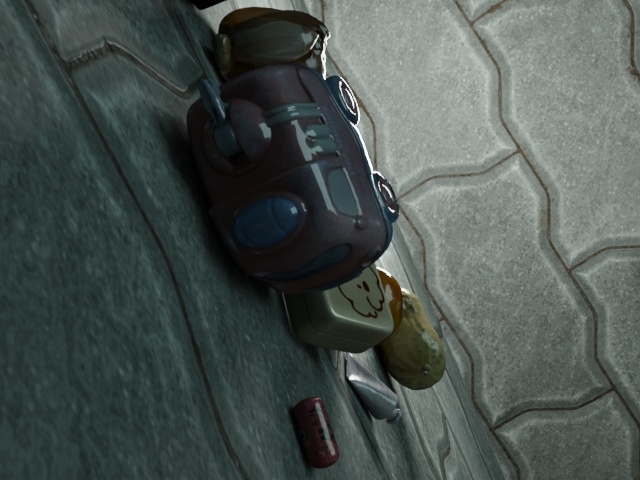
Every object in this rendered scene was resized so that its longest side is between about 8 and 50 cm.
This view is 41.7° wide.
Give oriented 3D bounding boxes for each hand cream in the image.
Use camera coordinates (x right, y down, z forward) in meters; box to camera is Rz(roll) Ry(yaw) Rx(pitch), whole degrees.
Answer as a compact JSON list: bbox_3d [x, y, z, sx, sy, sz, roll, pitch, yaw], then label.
[{"bbox_3d":[0.083,0.251,1.398,0.142,0.053,0.084,48,16,-19],"label":"hand cream"}]

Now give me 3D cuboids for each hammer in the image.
[{"bbox_3d":[-0.006,0.227,0.991,0.043,0.043,0.083,38,33,-70],"label":"hammer"}]

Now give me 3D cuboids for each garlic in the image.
[{"bbox_3d":[-0.082,-0.298,1.389,0.214,0.191,0.160,-116,-155,-69],"label":"garlic"}]

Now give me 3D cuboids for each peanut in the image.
[{"bbox_3d":[0.176,0.199,1.731,0.224,0.129,0.129,65,9,21],"label":"peanut"}]

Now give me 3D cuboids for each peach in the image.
[{"bbox_3d":[0.062,0.107,1.335,0.138,0.138,0.138,-22,90,-80],"label":"peach"}]

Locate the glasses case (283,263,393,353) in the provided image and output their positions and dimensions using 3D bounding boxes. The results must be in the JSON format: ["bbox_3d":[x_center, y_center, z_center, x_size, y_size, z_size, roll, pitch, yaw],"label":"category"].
[{"bbox_3d":[0.000,0.000,1.245,0.144,0.076,0.336,17,45,-41],"label":"glasses case"}]

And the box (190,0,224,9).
[{"bbox_3d":[-0.177,-0.494,1.257,0.294,0.168,0.193,45,27,-65],"label":"box"}]

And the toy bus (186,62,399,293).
[{"bbox_3d":[-0.049,-0.075,1.023,0.294,0.197,0.232,69,20,3],"label":"toy bus"}]
